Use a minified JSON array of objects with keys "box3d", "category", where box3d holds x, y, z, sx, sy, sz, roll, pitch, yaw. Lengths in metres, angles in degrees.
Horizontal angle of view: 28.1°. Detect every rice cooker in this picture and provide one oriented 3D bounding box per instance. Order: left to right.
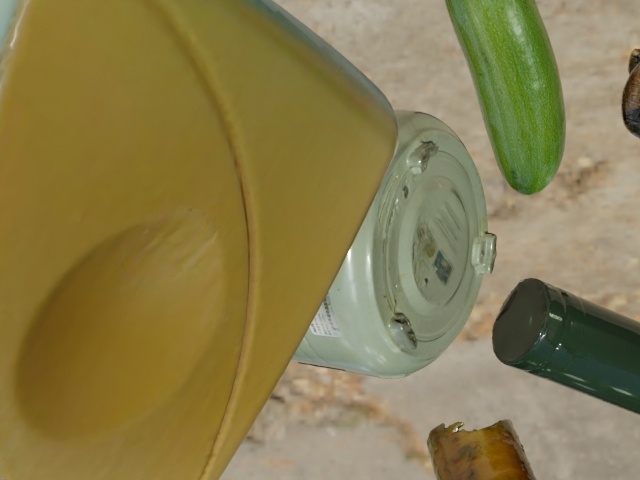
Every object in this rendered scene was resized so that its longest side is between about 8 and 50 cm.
[{"box3d":[0.000,0.000,1.042,0.244,0.226,0.226,8,166,33],"category":"rice cooker"}]

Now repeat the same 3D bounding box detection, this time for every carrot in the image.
[{"box3d":[0.190,0.302,1.289,0.114,0.302,0.114,-9,136,-9],"category":"carrot"}]

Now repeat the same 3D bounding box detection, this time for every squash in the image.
[{"box3d":[0.224,-0.218,1.527,0.107,0.107,0.395,-9,128,21],"category":"squash"}]

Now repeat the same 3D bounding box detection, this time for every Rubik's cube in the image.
[{"box3d":[-0.213,-0.038,0.693,0.351,0.347,0.352,33,-175,30],"category":"Rubik's cube"}]

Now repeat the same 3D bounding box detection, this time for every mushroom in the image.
[{"box3d":[0.398,-0.170,1.479,0.126,0.109,0.085,-6,-174,-41],"category":"mushroom"}]

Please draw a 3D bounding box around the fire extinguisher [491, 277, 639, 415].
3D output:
[{"box3d":[0.331,0.126,1.360,0.311,0.114,0.095,23,160,-25],"category":"fire extinguisher"}]
